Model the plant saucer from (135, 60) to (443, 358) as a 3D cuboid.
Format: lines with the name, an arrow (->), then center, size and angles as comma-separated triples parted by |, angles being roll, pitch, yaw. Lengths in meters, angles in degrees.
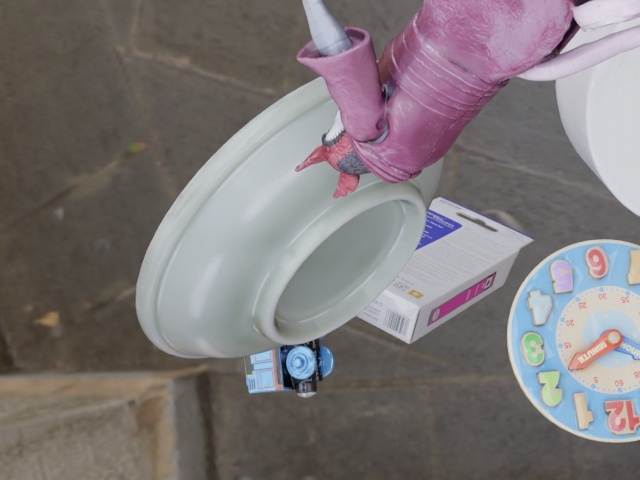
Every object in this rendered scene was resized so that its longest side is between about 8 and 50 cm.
plant saucer -> 0.000, 0.000, 1.342 | 0.100, 0.400, 0.400 | 47, 112, 26

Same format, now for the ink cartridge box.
ink cartridge box -> 0.152, 0.031, 1.862 | 0.175, 0.371, 0.069 | 26, 119, 25

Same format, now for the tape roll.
tape roll -> 0.381, -0.153, 1.271 | 0.286, 0.100, 0.286 | -4, 116, -8

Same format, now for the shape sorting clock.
shape sorting clock -> 0.290, 0.099, 1.297 | 0.206, 0.040, 0.206 | 0, 80, -2

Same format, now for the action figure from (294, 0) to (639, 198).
action figure -> 0.121, -0.146, 1.059 | 0.370, 0.248, 0.276 | -51, 59, 32

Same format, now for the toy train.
toy train -> -0.047, 0.111, 1.665 | 0.105, 0.080, 0.184 | -9, 82, 25
